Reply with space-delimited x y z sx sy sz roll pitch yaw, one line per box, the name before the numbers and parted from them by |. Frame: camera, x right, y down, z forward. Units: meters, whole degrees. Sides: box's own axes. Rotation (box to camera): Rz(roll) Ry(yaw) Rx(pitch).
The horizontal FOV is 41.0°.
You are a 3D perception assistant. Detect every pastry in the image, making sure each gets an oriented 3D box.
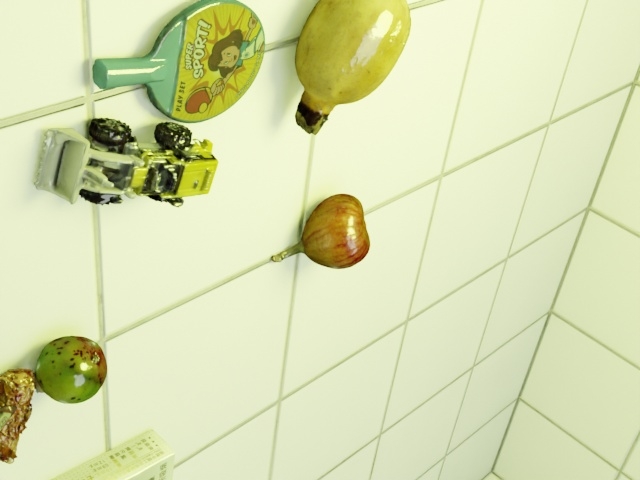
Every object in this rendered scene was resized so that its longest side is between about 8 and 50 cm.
pastry | -0.531 0.292 1.434 0.063 0.087 0.169 15 95 -38

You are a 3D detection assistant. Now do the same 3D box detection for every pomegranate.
pomegranate | -0.433 0.220 1.474 0.130 0.130 0.130 -33 142 -30

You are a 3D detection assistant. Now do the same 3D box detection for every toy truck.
toy truck | -0.292 -0.114 1.337 0.286 0.111 0.136 -6 126 -43

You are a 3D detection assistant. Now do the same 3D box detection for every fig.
fig | 0.027 -0.002 1.839 0.202 0.149 0.148 -43 -172 32

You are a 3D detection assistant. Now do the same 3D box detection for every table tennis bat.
table tennis bat | -0.212 -0.280 1.359 0.329 0.044 0.215 -20 137 -45

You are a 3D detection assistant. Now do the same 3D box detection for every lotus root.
lotus root | 0.041 -0.330 1.533 0.183 0.183 0.310 10 117 -55

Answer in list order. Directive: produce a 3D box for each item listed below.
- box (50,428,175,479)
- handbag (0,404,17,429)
box | -0.464 0.553 1.758 0.330 0.095 0.210 -20 134 -40
handbag | -0.613 0.310 1.307 0.213 0.127 0.235 -51 137 0
